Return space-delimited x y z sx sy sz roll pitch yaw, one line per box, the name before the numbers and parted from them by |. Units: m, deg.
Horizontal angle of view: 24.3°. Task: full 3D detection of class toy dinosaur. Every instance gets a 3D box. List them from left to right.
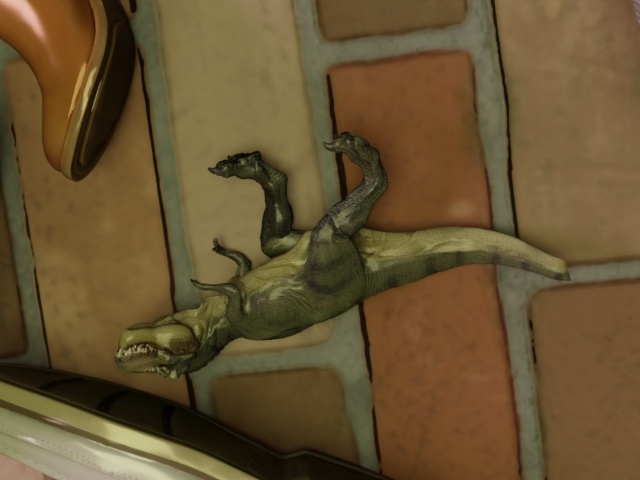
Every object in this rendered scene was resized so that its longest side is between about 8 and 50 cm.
toy dinosaur | 0.000 0.000 0.873 0.268 0.064 0.118 -15 102 9

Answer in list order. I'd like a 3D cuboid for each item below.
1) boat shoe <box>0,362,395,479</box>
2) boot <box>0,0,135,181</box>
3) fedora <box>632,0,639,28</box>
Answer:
boat shoe | -0.079 0.160 0.881 0.302 0.113 0.103 20 96 5
boot | -0.186 -0.139 0.876 0.152 0.073 0.197 7 88 7
fedora | 0.276 -0.160 0.766 0.243 0.124 0.276 -9 89 8
